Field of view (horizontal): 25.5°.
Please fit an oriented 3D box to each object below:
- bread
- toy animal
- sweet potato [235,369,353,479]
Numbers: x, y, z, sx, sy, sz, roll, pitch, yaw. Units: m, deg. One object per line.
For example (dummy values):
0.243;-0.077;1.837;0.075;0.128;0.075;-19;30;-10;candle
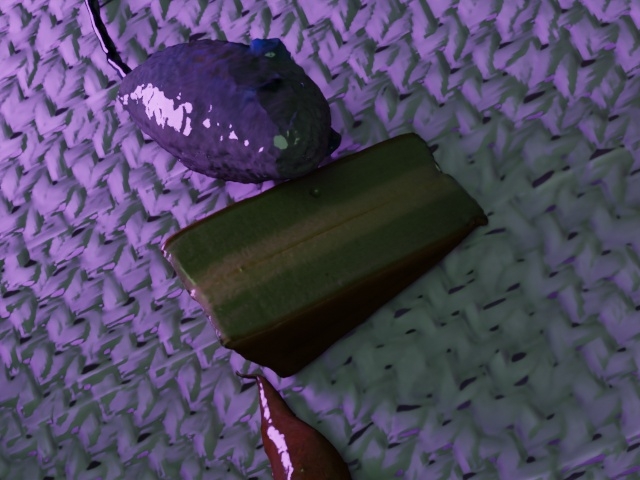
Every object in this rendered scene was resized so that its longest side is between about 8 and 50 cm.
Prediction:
0.004;-0.003;0.711;0.139;0.084;0.074;-37;66;5;bread
-0.076;-0.091;0.769;0.079;0.070;0.253;-33;44;-18;toy animal
0.002;0.141;0.694;0.056;0.056;0.195;-32;63;8;sweet potato
